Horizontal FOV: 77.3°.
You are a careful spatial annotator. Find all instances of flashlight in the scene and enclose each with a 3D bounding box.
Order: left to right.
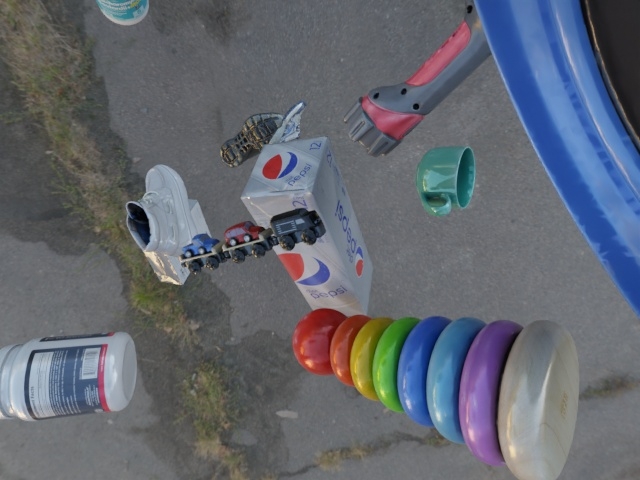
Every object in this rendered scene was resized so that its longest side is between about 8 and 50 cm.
[{"bbox_3d":[0.164,-0.257,0.595,0.103,0.103,0.304,18,136,-33],"label":"flashlight"}]

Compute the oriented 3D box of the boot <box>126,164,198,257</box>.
[{"bbox_3d":[-0.361,-0.079,0.873,0.095,0.123,0.258,-41,63,21],"label":"boot"}]

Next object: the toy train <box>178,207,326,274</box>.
[{"bbox_3d":[-0.071,0.000,0.374,0.158,0.027,0.036,-15,105,23],"label":"toy train"}]

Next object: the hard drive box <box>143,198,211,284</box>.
[{"bbox_3d":[-0.473,0.000,1.339,0.089,0.232,0.181,6,135,14],"label":"hard drive box"}]

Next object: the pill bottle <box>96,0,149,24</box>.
[{"bbox_3d":[-0.574,-0.733,1.110,0.146,0.264,0.146,0,89,-13],"label":"pill bottle"}]

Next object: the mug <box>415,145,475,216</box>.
[{"bbox_3d":[0.252,-0.129,0.836,0.097,0.158,0.129,9,110,35],"label":"mug"}]

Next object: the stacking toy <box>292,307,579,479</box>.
[{"bbox_3d":[0.090,0.137,0.456,0.141,0.330,0.141,-2,93,-46],"label":"stacking toy"}]

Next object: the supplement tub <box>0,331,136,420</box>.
[{"bbox_3d":[-0.609,0.327,0.974,0.272,0.191,0.191,-2,105,-12],"label":"supplement tub"}]

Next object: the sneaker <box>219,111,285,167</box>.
[{"bbox_3d":[-0.186,-0.304,1.165,0.267,0.106,0.101,-17,109,38],"label":"sneaker"}]

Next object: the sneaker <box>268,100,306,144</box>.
[{"bbox_3d":[-0.071,-0.282,0.993,0.058,0.052,0.135,32,110,-21],"label":"sneaker"}]

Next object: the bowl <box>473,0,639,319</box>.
[{"bbox_3d":[0.183,-0.062,0.199,0.077,0.391,0.391,-27,106,22],"label":"bowl"}]

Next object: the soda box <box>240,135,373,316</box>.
[{"bbox_3d":[0.000,0.000,0.563,0.091,0.098,0.286,-1,143,20],"label":"soda box"}]
